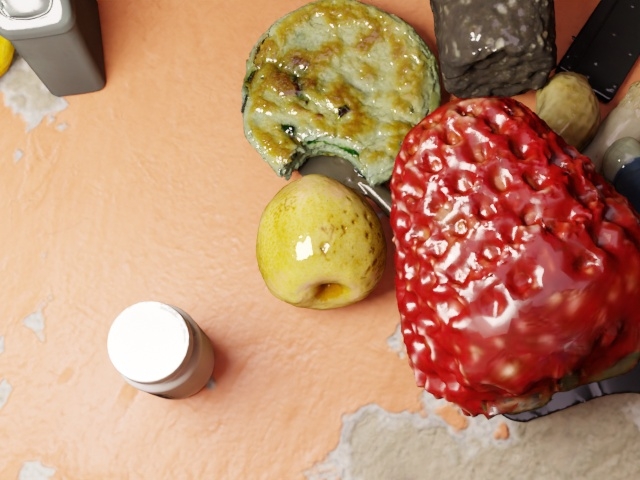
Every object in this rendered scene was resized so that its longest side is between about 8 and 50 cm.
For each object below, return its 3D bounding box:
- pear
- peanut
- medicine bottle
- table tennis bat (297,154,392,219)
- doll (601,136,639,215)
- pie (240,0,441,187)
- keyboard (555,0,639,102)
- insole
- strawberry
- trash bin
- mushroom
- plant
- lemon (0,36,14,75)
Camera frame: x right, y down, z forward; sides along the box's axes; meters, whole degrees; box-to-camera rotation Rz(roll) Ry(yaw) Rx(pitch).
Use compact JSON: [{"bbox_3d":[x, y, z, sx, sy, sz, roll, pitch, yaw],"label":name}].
[{"bbox_3d":[0.000,0.000,0.945,0.178,0.178,0.178,0,74,-1],"label":"pear"},{"bbox_3d":[0.312,-0.142,1.012,0.103,0.098,0.229,32,73,21],"label":"peanut"},{"bbox_3d":[-0.186,0.132,0.880,0.102,0.187,0.103,0,74,-1],"label":"medicine bottle"},{"bbox_3d":[0.046,-0.103,1.040,0.131,0.022,0.234,-38,76,-13],"label":"table tennis bat"},{"bbox_3d":[0.496,-0.022,0.958,0.258,0.154,0.228,5,96,-15],"label":"doll"},{"bbox_3d":[0.030,-0.208,1.034,0.302,0.067,0.302,0,70,0],"label":"pie"},{"bbox_3d":[0.464,-0.347,1.116,0.101,0.018,0.310,33,76,6],"label":"keyboard"},{"bbox_3d":[0.388,0.162,0.976,0.348,0.009,0.119,-13,73,-5],"label":"insole"},{"bbox_3d":[0.214,0.006,0.845,0.317,0.295,0.345,-19,103,32],"label":"strawberry"},{"bbox_3d":[-0.358,-0.314,0.978,0.101,0.236,0.177,-11,75,-4],"label":"trash bin"},{"bbox_3d":[0.409,-0.125,1.030,0.209,0.071,0.084,-49,123,-8],"label":"mushroom"},{"bbox_3d":[0.244,-0.364,1.031,0.194,0.181,0.321,-3,74,7],"label":"plant"},{"bbox_3d":[-0.484,-0.282,1.030,0.114,0.114,0.155,-14,75,-5],"label":"lemon"}]
